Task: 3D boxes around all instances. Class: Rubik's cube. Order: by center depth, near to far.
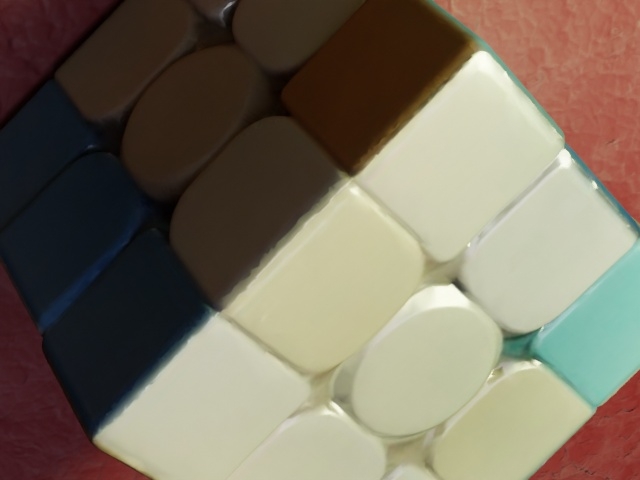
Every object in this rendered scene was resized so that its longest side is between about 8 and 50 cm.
[{"bbox_3d":[0.000,0.000,1.091,0.347,0.344,0.346,-45,132,3],"label":"Rubik's cube"}]
